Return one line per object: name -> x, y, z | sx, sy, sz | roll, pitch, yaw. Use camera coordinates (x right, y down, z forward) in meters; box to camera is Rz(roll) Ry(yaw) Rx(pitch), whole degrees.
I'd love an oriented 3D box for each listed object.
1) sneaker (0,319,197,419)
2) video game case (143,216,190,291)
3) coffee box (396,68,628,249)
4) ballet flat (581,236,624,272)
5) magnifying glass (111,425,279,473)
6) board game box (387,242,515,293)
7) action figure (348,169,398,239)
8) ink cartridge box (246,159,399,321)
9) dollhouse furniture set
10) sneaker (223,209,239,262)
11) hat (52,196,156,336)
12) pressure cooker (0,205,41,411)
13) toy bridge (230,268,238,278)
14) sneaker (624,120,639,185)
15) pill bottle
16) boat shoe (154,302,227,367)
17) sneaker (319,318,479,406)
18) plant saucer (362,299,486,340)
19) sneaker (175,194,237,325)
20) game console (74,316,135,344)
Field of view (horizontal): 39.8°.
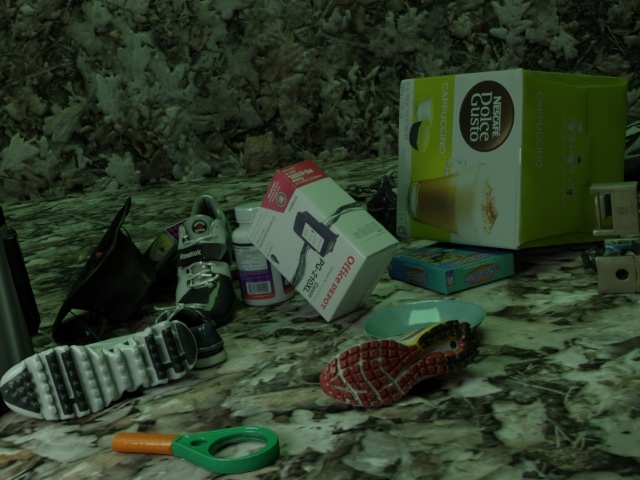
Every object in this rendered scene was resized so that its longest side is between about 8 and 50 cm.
sneaker -> -0.338, 0.199, 1.350 | 0.292, 0.110, 0.118 | -11, 0, -29
video game case -> -0.327, 0.030, 1.935 | 0.210, 0.042, 0.232 | -48, -5, 24
coffee box -> 0.394, -0.169, 1.832 | 0.338, 0.337, 0.334 | -4, 7, -38
ballet flat -> 0.541, 0.027, 1.681 | 0.057, 0.049, 0.173 | -34, -11, 38
magnifying glass -> -0.159, 0.259, 1.110 | 0.231, 0.026, 0.092 | -1, 14, 23
board game box -> 0.251, 0.048, 1.731 | 0.160, 0.047, 0.210 | -13, 12, -23
action figure -> 0.169, -0.090, 2.172 | 0.141, 0.164, 0.276 | -18, 9, -19
ink cartridge box -> 0.000, 0.000, 1.583 | 0.237, 0.172, 0.100 | 45, 41, 21
dollhouse furniture set -> 0.541, -0.016, 1.510 | 0.129, 0.183, 0.129 | -2, 13, 25
sneaker -> -0.123, 0.009, 2.017 | 0.286, 0.130, 0.109 | 9, 39, -26
hat -> -0.401, 0.079, 1.734 | 0.134, 0.331, 0.331 | 33, 5, -13
pressure cooker -> -0.652, 0.071, 1.359 | 0.370, 0.420, 0.375 | -8, 12, 5
toy bridge -> -0.236, 0.091, 1.915 | 0.063, 0.026, 0.188 | 1, 15, 45
sneaker -> 0.911, -0.215, 2.182 | 0.483, 0.185, 0.202 | -2, 10, 33
pill bottle -> -0.116, 0.023, 1.746 | 0.108, 0.193, 0.108 | -8, 12, 2
boat shoe -> -0.232, 0.149, 1.518 | 0.095, 0.079, 0.254 | -13, 13, -19
sneaker -> 0.105, 0.174, 1.222 | 0.225, 0.088, 0.093 | -12, -8, -17
plant saucer -> 0.165, 0.140, 1.397 | 0.195, 0.037, 0.195 | -8, 11, 2
sneaker -> -0.235, 0.033, 1.728 | 0.123, 0.146, 0.330 | -12, 36, 3
game console -> -0.367, 0.166, 1.565 | 0.071, 0.107, 0.122 | -42, 22, -14
